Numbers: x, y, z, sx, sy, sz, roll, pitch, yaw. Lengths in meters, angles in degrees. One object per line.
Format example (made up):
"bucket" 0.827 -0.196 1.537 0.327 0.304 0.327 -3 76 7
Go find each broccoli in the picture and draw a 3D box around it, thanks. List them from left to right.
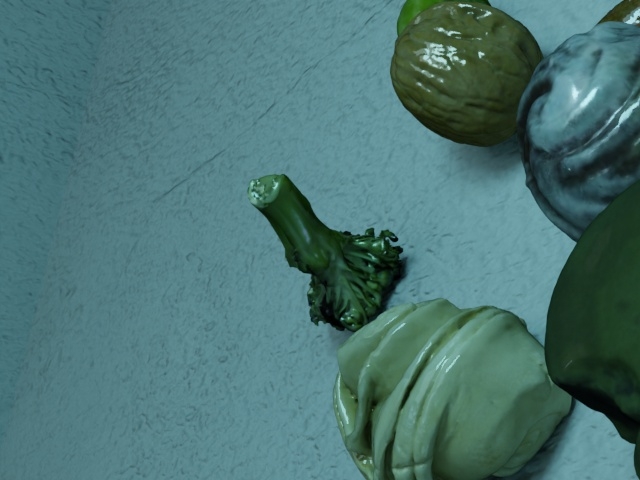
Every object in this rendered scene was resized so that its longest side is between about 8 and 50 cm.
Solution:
"broccoli" -0.007 0.002 2.050 0.145 0.304 0.165 30 77 44

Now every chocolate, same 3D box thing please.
"chocolate" 0.329 -0.113 1.613 0.303 0.213 0.303 -28 54 47

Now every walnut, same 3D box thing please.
"walnut" 0.194 -0.228 1.955 0.213 0.213 0.213 -39 39 40

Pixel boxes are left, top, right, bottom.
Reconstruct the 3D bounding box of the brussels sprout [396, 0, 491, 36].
"brussels sprout" 0.185 -0.305 2.120 0.131 0.145 0.183 -42 32 -11

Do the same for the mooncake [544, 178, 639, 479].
"mooncake" 0.393 0.089 1.406 0.351 0.187 0.351 -35 43 41

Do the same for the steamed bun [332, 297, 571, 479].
"steamed bun" 0.132 0.193 1.761 0.289 0.203 0.276 21 88 61

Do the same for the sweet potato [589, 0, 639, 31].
"sweet potato" 0.414 -0.269 1.747 0.292 0.097 0.097 -36 40 41
